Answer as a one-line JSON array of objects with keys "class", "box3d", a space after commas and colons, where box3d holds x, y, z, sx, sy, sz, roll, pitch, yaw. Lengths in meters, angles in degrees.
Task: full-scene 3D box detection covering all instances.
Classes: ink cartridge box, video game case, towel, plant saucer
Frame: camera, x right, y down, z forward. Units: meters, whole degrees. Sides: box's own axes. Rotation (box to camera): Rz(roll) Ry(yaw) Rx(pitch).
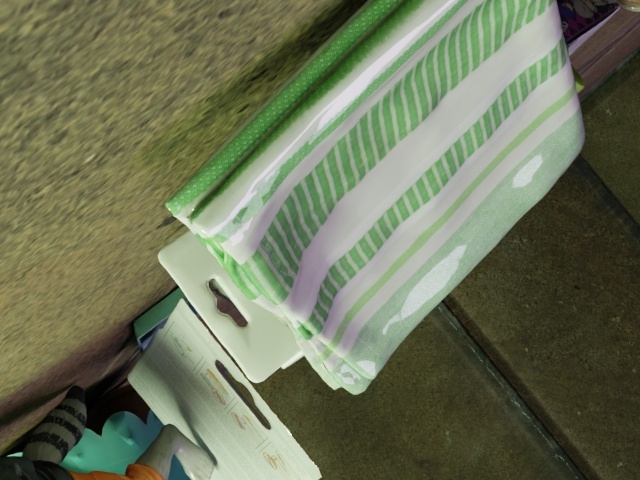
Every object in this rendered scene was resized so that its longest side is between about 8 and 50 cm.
[{"class": "ink cartridge box", "box3d": [-0.009, 0.005, 0.922, 0.198, 0.115, 0.067, -36, 175, -23]}, {"class": "ink cartridge box", "box3d": [-0.071, 0.141, 1.133, 0.056, 0.181, 0.225, -37, 173, -30]}, {"class": "video game case", "box3d": [0.157, -0.139, 1.291, 0.210, 0.042, 0.232, -35, 174, -38]}, {"class": "towel", "box3d": [0.057, -0.038, 0.763, 0.248, 0.038, 0.325, -46, 155, -4]}, {"class": "plant saucer", "box3d": [-0.138, 0.073, 1.193, 0.067, 0.018, 0.192, -38, 176, -11]}]

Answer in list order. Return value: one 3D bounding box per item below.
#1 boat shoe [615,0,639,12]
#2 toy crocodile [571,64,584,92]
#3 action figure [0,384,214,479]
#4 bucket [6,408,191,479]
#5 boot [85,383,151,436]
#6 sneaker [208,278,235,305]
[{"class": "boat shoe", "box3d": [0.309, -0.274, 1.112, 0.190, 0.068, 0.072, -50, 161, 12]}, {"class": "toy crocodile", "box3d": [0.143, -0.098, 1.033, 0.115, 0.105, 0.340, -40, 166, 15]}, {"class": "action figure", "box3d": [-0.280, 0.223, 1.047, 0.341, 0.179, 0.330, -9, 178, 16]}, {"class": "bucket", "box3d": [-0.228, 0.310, 1.342, 0.281, 0.183, 0.281, -26, 163, -9]}, {"class": "boot", "box3d": [-0.245, 0.223, 1.539, 0.197, 0.073, 0.152, -29, 175, -11]}, {"class": "sneaker", "box3d": [0.000, 0.000, 1.171, 0.297, 0.111, 0.129, -15, 129, -61]}]
